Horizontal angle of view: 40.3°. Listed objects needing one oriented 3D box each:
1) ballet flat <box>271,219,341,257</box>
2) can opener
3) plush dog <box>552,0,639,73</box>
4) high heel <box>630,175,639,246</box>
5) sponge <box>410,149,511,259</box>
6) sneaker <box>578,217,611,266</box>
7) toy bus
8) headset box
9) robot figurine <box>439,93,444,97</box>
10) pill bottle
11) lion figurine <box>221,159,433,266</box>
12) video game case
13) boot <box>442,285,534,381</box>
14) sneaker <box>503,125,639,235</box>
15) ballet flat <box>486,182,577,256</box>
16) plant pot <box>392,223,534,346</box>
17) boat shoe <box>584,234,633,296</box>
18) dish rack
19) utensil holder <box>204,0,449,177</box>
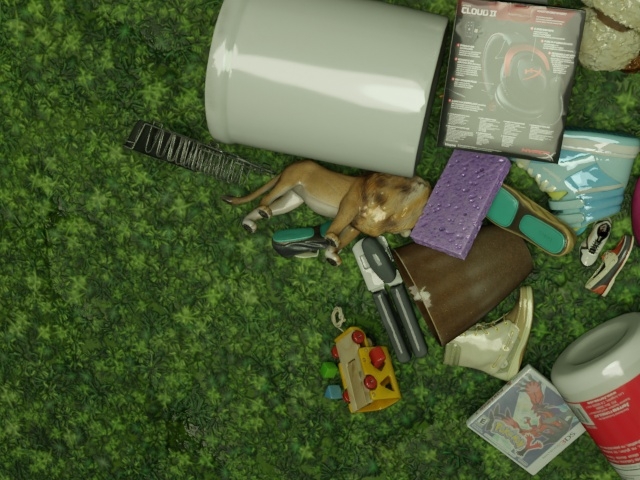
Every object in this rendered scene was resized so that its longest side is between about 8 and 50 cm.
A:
[{"bbox_3d":[0.000,0.000,1.827,0.203,0.074,0.074,-10,99,8],"label":"ballet flat"},{"bbox_3d":[0.141,0.124,1.801,0.076,0.095,0.283,-20,96,16],"label":"can opener"},{"bbox_3d":[0.537,-0.408,1.567,0.263,0.210,0.225,26,122,5],"label":"plush dog"},{"bbox_3d":[0.680,0.051,1.626,0.127,0.181,0.377,-21,96,15],"label":"high heel"},{"bbox_3d":[0.265,-0.076,1.648,0.117,0.031,0.210,21,77,38],"label":"sponge"},{"bbox_3d":[0.541,0.003,1.719,0.040,0.044,0.109,20,106,5],"label":"sneaker"},{"bbox_3d":[0.099,0.261,1.833,0.104,0.191,0.202,2,107,-33],"label":"toy bus"},{"bbox_3d":[0.335,-0.298,1.531,0.218,0.110,0.293,9,106,11],"label":"headset box"},{"bbox_3d":[0.335,-0.318,1.653,0.219,0.158,0.128,-42,62,17],"label":"robot figurine"},{"bbox_3d":[0.647,0.360,1.673,0.229,0.229,0.407,-36,93,16],"label":"pill bottle"},{"bbox_3d":[0.016,-0.089,1.743,0.392,0.142,0.240,25,62,23],"label":"lion figurine"},{"bbox_3d":[0.434,0.373,1.797,0.201,0.023,0.183,38,107,-16],"label":"video game case"},{"bbox_3d":[0.341,0.178,1.778,0.165,0.077,0.213,13,111,9],"label":"boot"},{"bbox_3d":[0.435,-0.117,1.676,0.319,0.127,0.208,8,107,16],"label":"sneaker"},{"bbox_3d":[0.387,-0.046,1.663,0.232,0.073,0.080,41,123,27],"label":"ballet flat"},{"bbox_3d":[0.292,0.064,1.716,0.231,0.215,0.215,-26,95,0],"label":"plant pot"},{"bbox_3d":[0.572,0.045,1.720,0.043,0.049,0.137,26,110,8],"label":"boat shoe"},{"bbox_3d":[-0.231,-0.164,1.731,0.272,0.208,0.074,22,94,33],"label":"dish rack"},{"bbox_3d":[0.019,-0.300,1.625,0.386,0.327,0.327,14,104,7],"label":"utensil holder"}]
